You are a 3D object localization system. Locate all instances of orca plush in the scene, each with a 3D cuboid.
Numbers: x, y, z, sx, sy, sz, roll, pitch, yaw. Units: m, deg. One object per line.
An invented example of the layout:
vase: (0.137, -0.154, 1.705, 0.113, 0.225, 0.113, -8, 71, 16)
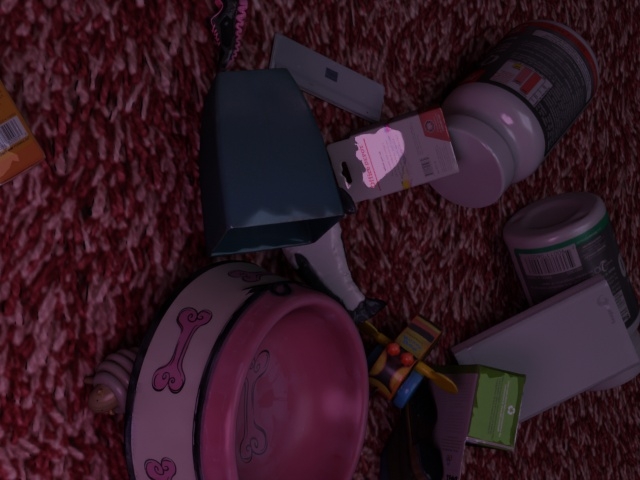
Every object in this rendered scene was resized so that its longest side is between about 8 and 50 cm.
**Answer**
orca plush: (0.000, 0.000, 1.517, 0.151, 0.102, 0.287, -42, 87, -8)

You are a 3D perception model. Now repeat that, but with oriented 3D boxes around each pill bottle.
pill bottle: (0.344, -0.232, 1.780, 0.363, 0.210, 0.210, -46, 118, -34)
pill bottle: (0.510, 0.103, 1.928, 0.204, 0.204, 0.361, -39, 114, -37)

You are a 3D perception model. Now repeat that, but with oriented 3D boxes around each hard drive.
hard drive: (0.423, 0.216, 1.823, 0.308, 0.040, 0.203, -27, 112, 4)

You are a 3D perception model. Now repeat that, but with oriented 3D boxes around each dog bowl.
dog bowl: (-0.077, 0.234, 1.350, 0.408, 0.150, 0.407, -7, 99, -55)

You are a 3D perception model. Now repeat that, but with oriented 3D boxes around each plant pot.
plant pot: (-0.089, -0.116, 1.384, 0.166, 0.165, 0.234, -8, 78, -18)

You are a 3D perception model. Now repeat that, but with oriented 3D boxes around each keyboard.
keyboard: (0.016, -0.265, 1.613, 0.256, 0.014, 0.072, 18, 71, -41)

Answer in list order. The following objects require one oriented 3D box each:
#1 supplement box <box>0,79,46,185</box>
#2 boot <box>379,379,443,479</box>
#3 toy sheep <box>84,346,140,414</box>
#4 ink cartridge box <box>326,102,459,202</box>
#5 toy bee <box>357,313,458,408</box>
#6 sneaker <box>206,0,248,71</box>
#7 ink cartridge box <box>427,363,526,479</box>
supplement box: (-0.426, -0.179, 1.153, 0.080, 0.078, 0.233, -38, 113, -34)
boot: (0.140, 0.329, 1.673, 0.082, 0.106, 0.219, 32, 39, -33)
toy sheep: (-0.255, 0.182, 1.290, 0.132, 0.091, 0.091, -43, 116, -36)
ink cartridge box: (0.119, -0.143, 1.623, 0.067, 0.198, 0.115, -80, 153, -74)
toy bee: (0.134, 0.208, 1.580, 0.195, 0.162, 0.298, 20, 45, -3)
sneaker: (-0.146, -0.311, 1.449, 0.057, 0.047, 0.119, 13, 78, -20)
ink cartridge box: (0.248, 0.347, 1.672, 0.097, 0.189, 0.255, 14, 78, -16)
